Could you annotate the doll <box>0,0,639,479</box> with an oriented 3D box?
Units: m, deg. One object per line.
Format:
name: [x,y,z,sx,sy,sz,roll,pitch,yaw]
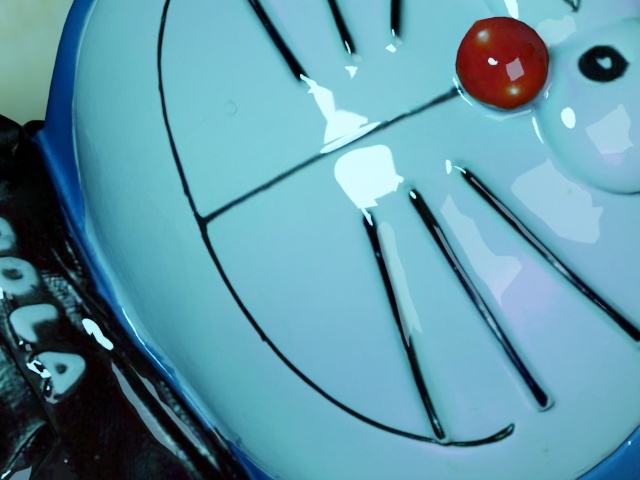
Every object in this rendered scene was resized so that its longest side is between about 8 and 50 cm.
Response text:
doll: [0.000,0.000,0.529,0.310,0.240,0.284,-32,80,2]
